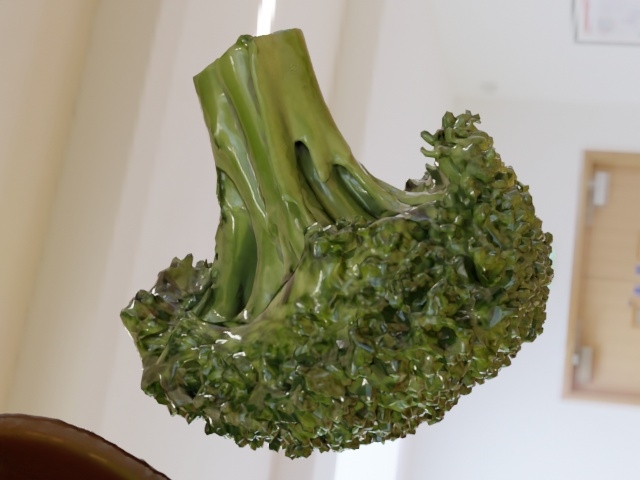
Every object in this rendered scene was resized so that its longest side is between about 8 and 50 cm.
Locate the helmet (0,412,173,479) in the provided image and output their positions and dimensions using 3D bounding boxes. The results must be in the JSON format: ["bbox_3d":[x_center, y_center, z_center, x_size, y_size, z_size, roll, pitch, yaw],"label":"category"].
[{"bbox_3d":[-0.233,0.336,1.083,0.230,0.385,0.338,129,156,-50],"label":"helmet"}]

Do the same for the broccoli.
[{"bbox_3d":[0.016,0.014,1.071,0.249,0.375,0.302,14,-114,-39],"label":"broccoli"}]
